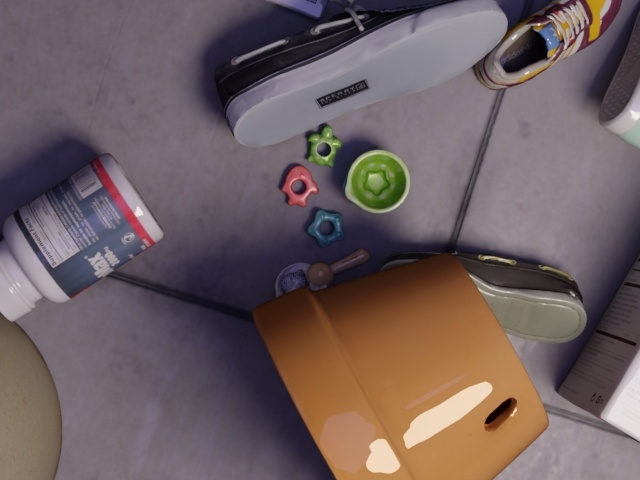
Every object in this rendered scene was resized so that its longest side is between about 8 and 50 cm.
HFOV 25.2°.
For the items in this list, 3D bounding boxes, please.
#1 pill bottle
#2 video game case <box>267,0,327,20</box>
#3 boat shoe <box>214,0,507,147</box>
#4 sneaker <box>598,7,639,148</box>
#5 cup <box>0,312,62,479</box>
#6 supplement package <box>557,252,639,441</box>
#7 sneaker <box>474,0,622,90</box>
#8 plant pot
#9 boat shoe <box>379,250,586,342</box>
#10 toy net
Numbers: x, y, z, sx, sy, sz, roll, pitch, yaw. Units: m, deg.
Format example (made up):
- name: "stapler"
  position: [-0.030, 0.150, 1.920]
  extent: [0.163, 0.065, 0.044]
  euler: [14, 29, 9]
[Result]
- name: "pill bottle"
  position: [-0.262, 0.001, 1.465]
  extent: [0.180, 0.108, 0.108]
  euler: [-34, 96, -3]
- name: "video game case"
  position: [-0.053, -0.366, 1.514]
  extent: [0.193, 0.023, 0.212]
  euler: [21, 91, -7]
- name: "boat shoe"
  position: [0.038, -0.200, 1.490]
  extent: [0.306, 0.113, 0.105]
  euler: [-24, 62, 7]
- name: "sneaker"
  position: [0.414, -0.197, 1.548]
  extent: [0.151, 0.094, 0.256]
  euler: [31, 82, -20]
- name: "cup"
  position: [-0.426, 0.209, 1.393]
  extent: [0.331, 0.237, 0.331]
  euler: [0, 93, -7]
- name: "supplement package"
  position: [0.416, 0.092, 1.511]
  extent: [0.177, 0.175, 0.293]
  euler: [31, 89, -5]
- name: "sneaker"
  position: [0.252, -0.221, 1.524]
  extent: [0.185, 0.084, 0.069]
  euler: [-38, 96, -3]
- name: "plant pot"
  position: [0.089, 0.144, 1.412]
  extent: [0.203, 0.291, 0.291]
  euler: [-30, 96, 0]
- name: "boat shoe"
  position: [0.172, 0.052, 1.539]
  extent: [0.228, 0.068, 0.081]
  euler: [14, 126, -5]
- name: "toy net"
  position: [0.000, 0.000, 1.526]
  extent: [0.122, 0.045, 0.232]
  euler: [25, 90, -7]
